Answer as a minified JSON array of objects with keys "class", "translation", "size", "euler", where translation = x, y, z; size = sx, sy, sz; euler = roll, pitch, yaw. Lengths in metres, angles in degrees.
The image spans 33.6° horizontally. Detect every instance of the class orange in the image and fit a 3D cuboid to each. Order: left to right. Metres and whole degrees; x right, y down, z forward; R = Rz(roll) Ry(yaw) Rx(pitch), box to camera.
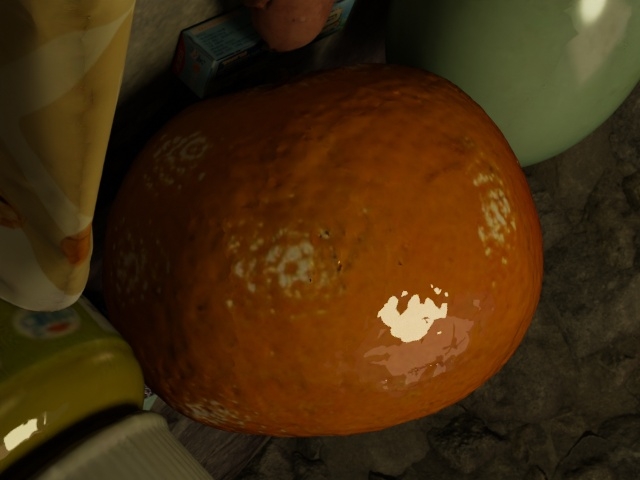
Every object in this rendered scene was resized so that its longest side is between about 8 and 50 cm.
[{"class":"orange","translation":[0.000,0.000,0.989],"size":[0.424,0.326,0.424],"euler":[-7,-173,1]}]

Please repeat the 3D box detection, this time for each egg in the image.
[{"class":"egg","translation":[0.213,-0.237,1.108],"size":[0.276,0.276,0.389],"euler":[-36,163,-34]}]

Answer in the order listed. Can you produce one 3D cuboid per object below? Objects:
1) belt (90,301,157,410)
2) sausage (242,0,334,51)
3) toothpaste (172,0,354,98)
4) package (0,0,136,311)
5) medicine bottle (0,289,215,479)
[{"class":"belt","translation":[-0.312,0.204,1.175],"size":[0.325,0.122,0.260],"euler":[-50,160,21]},{"class":"sausage","translation":[-0.012,-0.275,0.744],"size":[0.088,0.088,0.433],"euler":[-39,162,-23]},{"class":"toothpaste","translation":[-0.051,-0.186,0.979],"size":[0.193,0.044,0.070],"euler":[-34,161,-38]},{"class":"package","translation":[-0.157,-0.127,0.497],"size":[0.165,0.221,0.311],"euler":[-54,176,-28]},{"class":"medicine bottle","translation":[-0.222,0.117,0.653],"size":[0.224,0.384,0.224],"euler":[-43,166,-13]}]
